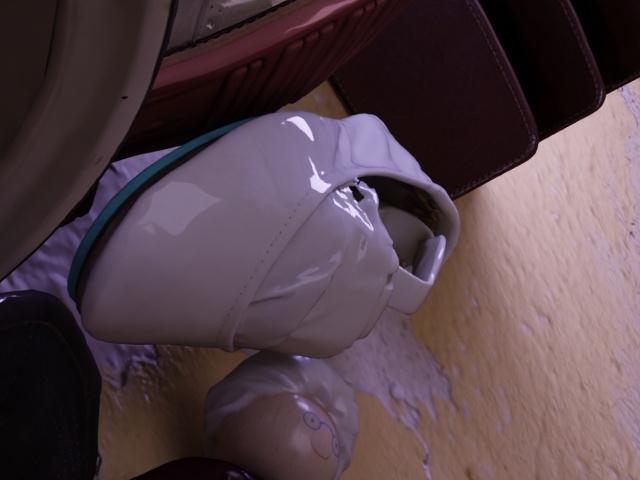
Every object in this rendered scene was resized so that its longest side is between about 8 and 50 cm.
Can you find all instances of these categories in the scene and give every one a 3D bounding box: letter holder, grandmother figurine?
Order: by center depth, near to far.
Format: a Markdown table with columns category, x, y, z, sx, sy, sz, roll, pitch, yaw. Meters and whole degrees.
| category | x | y | z | sx | sy | sz | roll | pitch | yaw |
| --- | --- | --- | --- | --- | --- | --- | --- | --- | --- |
| grandmother figurine | -0.044 | 0.193 | 0.840 | 0.342 | 0.104 | 0.207 | -75 | 146 | -46 |
| letter holder | 0.103 | -0.209 | 1.249 | 0.301 | 0.214 | 0.152 | 58 | 32 | -5 |

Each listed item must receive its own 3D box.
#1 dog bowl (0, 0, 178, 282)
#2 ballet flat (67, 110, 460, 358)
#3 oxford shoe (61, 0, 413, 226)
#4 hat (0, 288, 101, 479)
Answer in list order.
| category | x | y | z | sx | sy | sz | roll | pitch | yaw |
| --- | --- | --- | --- | --- | --- | --- | --- | --- | --- |
| dog bowl | -0.258 | -0.091 | 0.500 | 0.408 | 0.408 | 0.150 | 16 | 39 | -49 |
| ballet flat | 0.000 | 0.000 | 0.953 | 0.139 | 0.139 | 0.400 | 62 | 19 | 2 |
| oxford shoe | -0.086 | -0.126 | 0.873 | 0.397 | 0.140 | 0.146 | -29 | 81 | -30 |
| hat | -0.198 | 0.137 | 0.577 | 0.134 | 0.331 | 0.331 | 23 | 34 | 9 |
